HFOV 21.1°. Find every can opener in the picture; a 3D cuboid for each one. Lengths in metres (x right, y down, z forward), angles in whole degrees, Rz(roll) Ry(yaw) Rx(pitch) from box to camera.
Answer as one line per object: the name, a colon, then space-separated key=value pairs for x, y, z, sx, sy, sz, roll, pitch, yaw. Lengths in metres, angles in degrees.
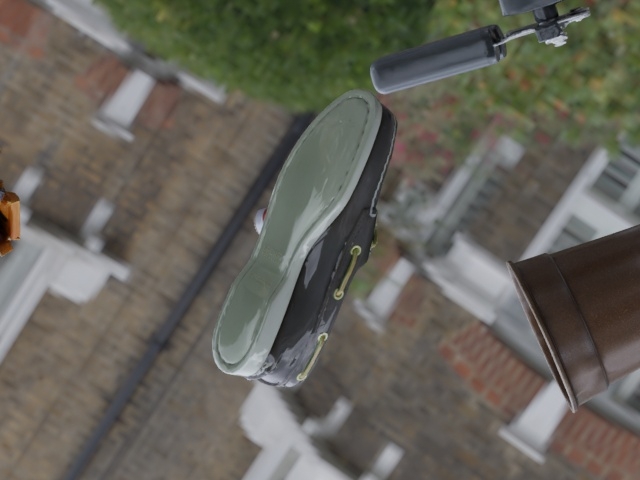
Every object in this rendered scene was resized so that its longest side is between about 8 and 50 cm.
can opener: x=0.191 y=-0.248 z=2.065 sx=0.093 sy=0.280 sz=0.074 roll=69 pitch=-158 yaw=-4

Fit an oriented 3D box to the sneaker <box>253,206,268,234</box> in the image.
sneaker: x=-0.006 y=-0.011 z=1.749 sx=0.067 sy=0.042 sz=0.118 roll=-12 pitch=161 yaw=36

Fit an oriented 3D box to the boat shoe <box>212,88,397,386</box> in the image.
boat shoe: x=0.000 y=0.000 z=1.250 sx=0.068 sy=0.228 sz=0.081 roll=22 pitch=-170 yaw=-35

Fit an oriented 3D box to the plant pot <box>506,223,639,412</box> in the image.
plant pot: x=0.294 y=0.065 z=1.724 sx=0.167 sy=0.165 sz=0.167 roll=-24 pitch=-90 yaw=-88

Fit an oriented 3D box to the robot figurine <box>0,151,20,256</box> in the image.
robot figurine: x=-0.343 y=-0.101 z=1.565 sx=0.085 sy=0.291 sz=0.211 roll=-22 pitch=-139 yaw=-20
